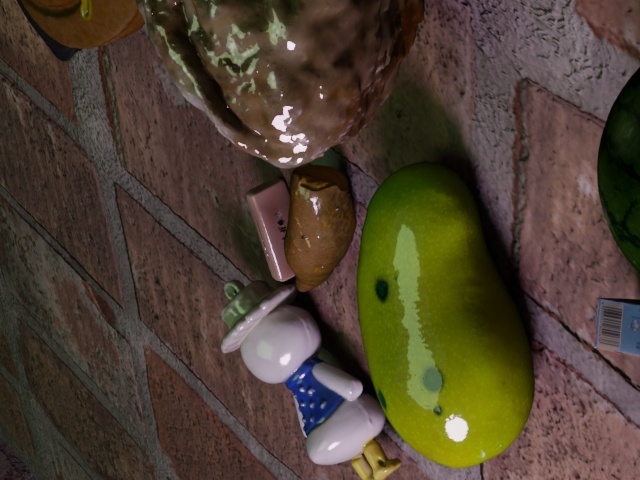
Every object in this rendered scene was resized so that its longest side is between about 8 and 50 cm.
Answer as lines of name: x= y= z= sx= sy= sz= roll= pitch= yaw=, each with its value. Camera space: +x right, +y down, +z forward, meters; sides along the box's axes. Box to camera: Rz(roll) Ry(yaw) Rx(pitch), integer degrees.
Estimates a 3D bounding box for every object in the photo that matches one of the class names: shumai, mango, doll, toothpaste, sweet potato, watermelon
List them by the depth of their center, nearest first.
watermelon: x=0.261 y=-0.032 z=1.079 sx=0.232 sy=0.127 sz=0.204 roll=48 pitch=156 yaw=37
shumai: x=0.017 y=-0.229 z=1.190 sx=0.262 sy=0.267 sz=0.314 roll=-28 pitch=54 yaw=52
toothpaste: x=0.301 y=0.076 z=1.211 sx=0.193 sy=0.070 sz=0.044 roll=10 pitch=96 yaw=59
mango: x=0.109 y=0.070 z=1.461 sx=0.175 sy=0.143 sz=0.293 roll=9 pitch=115 yaw=58
sweet potato: x=0.000 y=0.000 z=1.672 sx=0.077 sy=0.077 sz=0.243 roll=48 pitch=159 yaw=25
doll: x=-0.015 y=0.159 z=1.825 sx=0.293 sy=0.119 sz=0.138 roll=49 pitch=145 yaw=10

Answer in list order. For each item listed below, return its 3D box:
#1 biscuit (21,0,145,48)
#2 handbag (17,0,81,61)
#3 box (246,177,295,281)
biscuit: x=-0.320 y=-0.396 z=1.750 sx=0.350 sy=0.070 sz=0.394 roll=-26 pitch=94 yaw=50
handbag: x=-0.357 y=-0.387 z=1.917 sx=0.332 sy=0.075 sz=0.192 roll=63 pitch=153 yaw=-1
box: x=-0.046 y=-0.012 z=1.765 sx=0.025 sy=0.048 sz=0.115 roll=27 pitch=138 yaw=57
